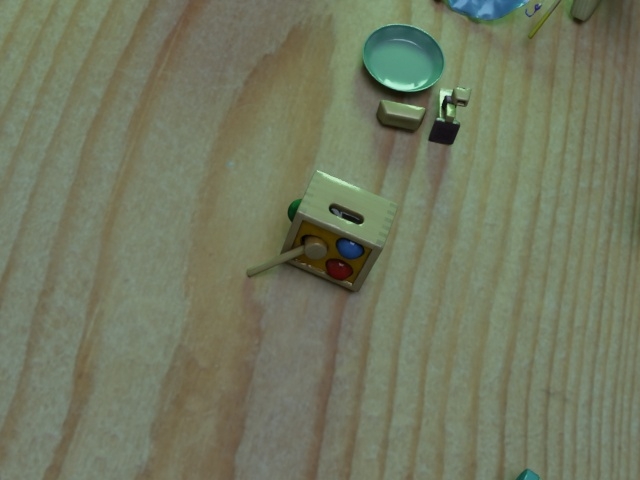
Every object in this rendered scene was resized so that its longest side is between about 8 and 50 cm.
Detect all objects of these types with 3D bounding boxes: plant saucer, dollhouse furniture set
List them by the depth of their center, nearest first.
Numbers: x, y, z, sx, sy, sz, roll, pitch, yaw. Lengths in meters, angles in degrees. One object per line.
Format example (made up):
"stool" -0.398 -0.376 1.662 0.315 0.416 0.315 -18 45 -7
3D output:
"dollhouse furniture set" 0.141 -0.201 1.176 0.114 0.091 0.081 10 53 -3
"plant saucer" 0.116 -0.254 1.212 0.119 0.021 0.119 3 63 -6

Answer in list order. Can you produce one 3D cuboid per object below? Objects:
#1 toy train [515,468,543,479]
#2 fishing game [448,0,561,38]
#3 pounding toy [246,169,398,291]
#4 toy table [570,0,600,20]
"toy train" 0.234 0.390 0.955 0.143 0.105 0.248 32 67 14
"fishing game" 0.244 -0.420 1.250 0.264 0.041 0.189 44 101 7
"pounding toy" 0.000 0.000 1.051 0.141 0.130 0.100 23 55 -1
"toy table" 0.450 -0.461 1.246 0.274 0.252 0.161 27 50 34
